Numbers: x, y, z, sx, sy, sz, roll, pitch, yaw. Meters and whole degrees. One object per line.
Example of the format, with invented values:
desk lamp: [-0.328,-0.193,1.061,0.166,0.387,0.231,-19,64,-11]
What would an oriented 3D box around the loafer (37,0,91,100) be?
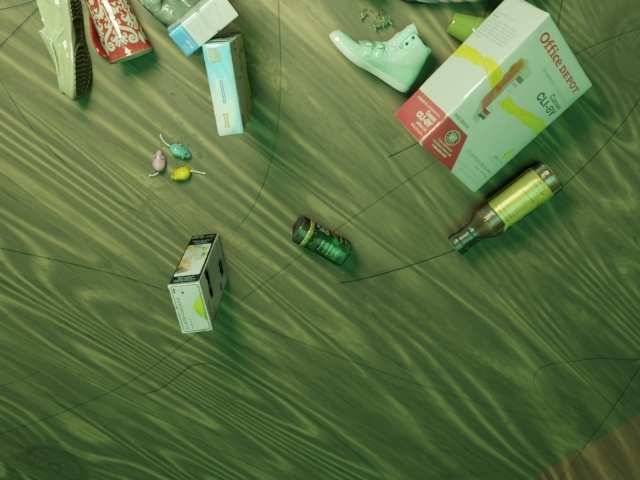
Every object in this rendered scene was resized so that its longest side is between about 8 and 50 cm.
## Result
loafer: [-0.646,-0.492,1.194,0.092,0.102,0.268,4,108,-1]

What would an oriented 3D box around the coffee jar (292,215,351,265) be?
coffee jar: [0.000,0.000,1.453,0.185,0.096,0.079,28,111,-15]

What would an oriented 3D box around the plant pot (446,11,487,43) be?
plant pot: [0.364,-0.535,1.197,0.079,0.083,0.083,23,115,1]

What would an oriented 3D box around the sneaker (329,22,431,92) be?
sneaker: [0.156,-0.499,1.196,0.256,0.094,0.151,22,121,-22]

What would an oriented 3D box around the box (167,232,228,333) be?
box: [-0.351,0.118,1.401,0.087,0.290,0.169,-6,116,2]

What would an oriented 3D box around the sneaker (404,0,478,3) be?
sneaker: [0.337,-0.620,1.117,0.320,0.131,0.112,-5,118,2]

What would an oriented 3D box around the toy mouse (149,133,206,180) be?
toy mouse: [-0.432,-0.233,1.362,0.161,0.031,0.143,-13,117,6]

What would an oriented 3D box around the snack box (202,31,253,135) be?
snack box: [-0.210,-0.382,1.124,0.060,0.322,0.186,-6,117,-1]

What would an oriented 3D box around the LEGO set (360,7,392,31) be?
LEGO set: [0.144,-0.564,1.209,0.083,0.023,0.054,38,109,-4]

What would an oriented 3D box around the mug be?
mug: [-0.518,-0.530,1.167,0.151,0.113,0.169,-17,113,6]

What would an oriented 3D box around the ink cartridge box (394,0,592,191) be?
ink cartridge box: [0.430,-0.353,1.195,0.279,0.160,0.384,29,114,-38]

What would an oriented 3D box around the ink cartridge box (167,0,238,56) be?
ink cartridge box: [-0.247,-0.493,1.047,0.180,0.104,0.060,-37,125,5]

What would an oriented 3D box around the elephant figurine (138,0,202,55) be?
elephant figurine: [-0.301,-0.606,1.115,0.239,0.169,0.186,-47,139,4]

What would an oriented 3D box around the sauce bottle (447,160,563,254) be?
sauce bottle: [0.537,-0.087,1.410,0.344,0.111,0.111,-39,111,19]
